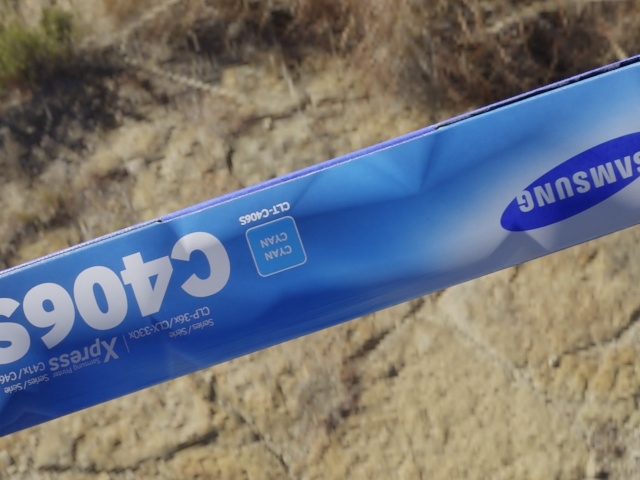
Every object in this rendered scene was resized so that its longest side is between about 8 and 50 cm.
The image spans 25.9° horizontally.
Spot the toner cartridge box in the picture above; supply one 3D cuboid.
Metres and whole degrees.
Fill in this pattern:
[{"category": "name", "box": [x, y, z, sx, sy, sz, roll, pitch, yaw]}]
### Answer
[{"category": "toner cartridge box", "box": [0.000, 0.000, 0.699, 0.347, 0.075, 0.165, -19, 3, 1]}]
